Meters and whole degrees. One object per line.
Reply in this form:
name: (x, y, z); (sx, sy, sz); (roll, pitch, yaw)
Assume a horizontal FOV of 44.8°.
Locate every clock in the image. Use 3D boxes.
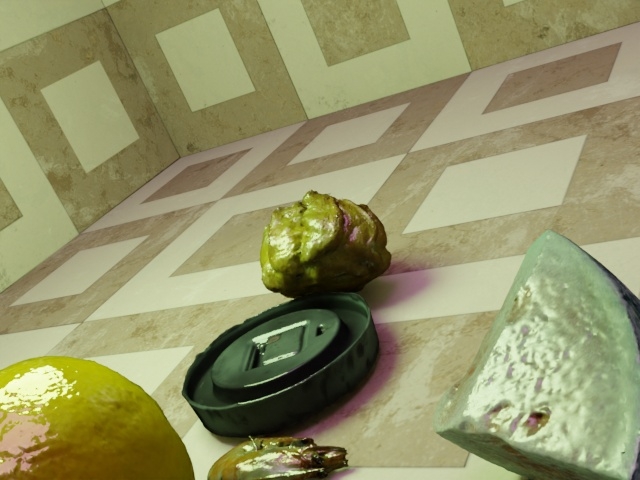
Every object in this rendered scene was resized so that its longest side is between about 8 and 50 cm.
clock: (-0.062, 0.189, 1.236); (0.325, 0.067, 0.325); (-21, 18, 7)

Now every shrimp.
shrimp: (-0.058, 0.288, 1.035); (0.217, 0.051, 0.115); (-16, 20, 29)

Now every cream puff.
cream puff: (0.003, 0.017, 1.386); (0.244, 0.244, 0.196); (-23, 48, 5)

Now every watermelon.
watermelon: (0.239, 0.162, 0.801); (0.258, 0.228, 0.387); (-28, 28, 16)

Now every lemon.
lemon: (-0.313, 0.305, 0.893); (0.347, 0.348, 0.348); (-21, 20, 8)
